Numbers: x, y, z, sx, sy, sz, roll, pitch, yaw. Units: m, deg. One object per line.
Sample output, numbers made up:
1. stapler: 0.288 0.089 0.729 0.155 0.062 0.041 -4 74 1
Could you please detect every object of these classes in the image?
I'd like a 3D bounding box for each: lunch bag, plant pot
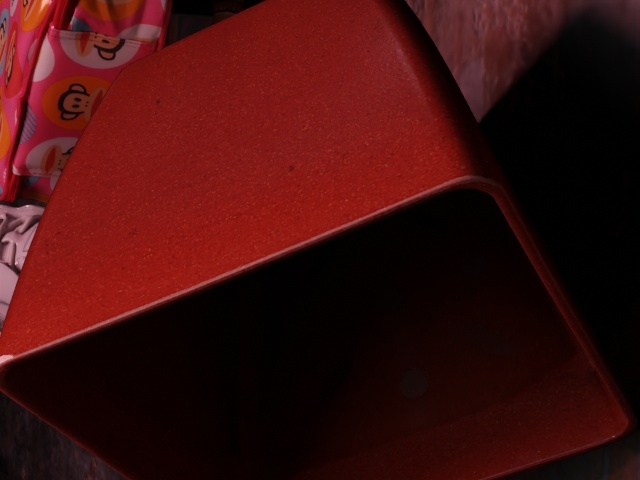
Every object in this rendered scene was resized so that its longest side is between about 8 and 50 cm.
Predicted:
1. lunch bag: -0.226 -0.200 1.054 0.293 0.120 0.258 120 146 -41
2. plant pot: 0.000 0.000 0.695 0.267 0.267 0.236 -21 48 17

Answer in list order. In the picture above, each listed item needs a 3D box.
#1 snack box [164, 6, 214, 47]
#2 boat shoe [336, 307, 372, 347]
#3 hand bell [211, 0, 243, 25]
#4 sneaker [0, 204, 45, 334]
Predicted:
1. snack box: -0.202 -0.149 1.185 0.322 0.060 0.187 24 112 52
2. boat shoe: -0.009 0.178 0.888 0.158 0.127 0.341 16 108 48
3. hand bell: -0.078 -0.202 0.986 0.126 0.126 0.242 -10 74 56
4. sneaker: -0.340 -0.008 1.203 0.210 0.366 0.137 -30 32 45
